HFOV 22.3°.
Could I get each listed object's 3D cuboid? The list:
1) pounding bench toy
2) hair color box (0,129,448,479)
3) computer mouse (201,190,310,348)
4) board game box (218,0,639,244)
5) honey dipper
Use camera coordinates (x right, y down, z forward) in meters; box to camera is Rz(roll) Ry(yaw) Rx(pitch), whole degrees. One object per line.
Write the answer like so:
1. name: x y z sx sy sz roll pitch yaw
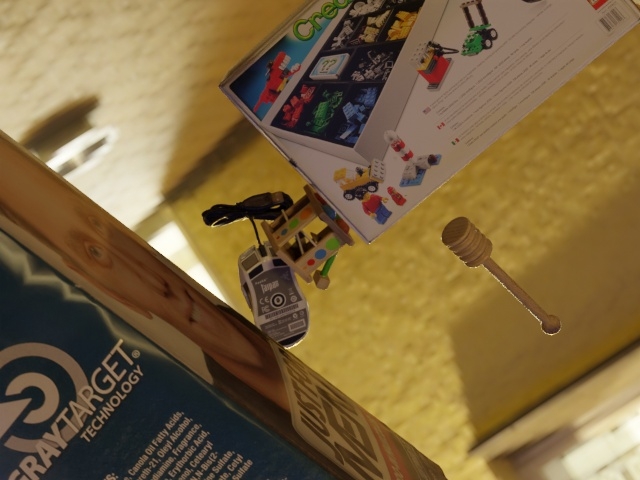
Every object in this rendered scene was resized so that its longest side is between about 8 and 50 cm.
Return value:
1. pounding bench toy: 0.000 0.000 1.490 0.065 0.052 0.083 -40 127 8
2. hair color box: -0.086 0.078 0.776 0.105 0.347 0.174 -51 -166 6
3. computer mouse: -0.066 0.036 1.891 0.106 0.193 0.042 -19 -160 -14
4. board game box: 0.090 -0.162 1.361 0.305 0.193 0.053 -39 -168 18
5. honey dipper: 0.163 0.035 1.408 0.030 0.161 0.030 -30 -141 27
